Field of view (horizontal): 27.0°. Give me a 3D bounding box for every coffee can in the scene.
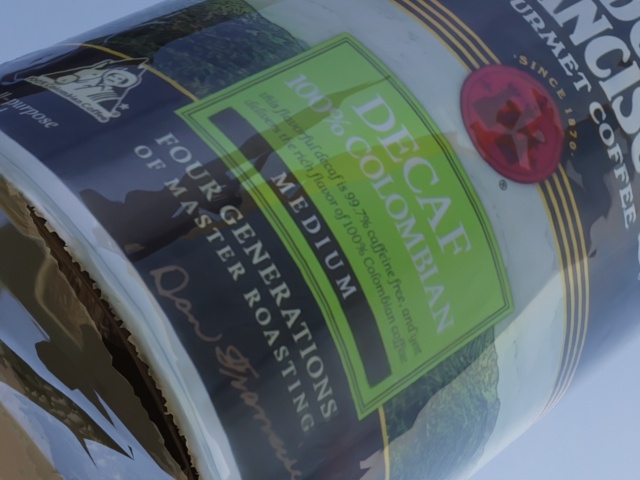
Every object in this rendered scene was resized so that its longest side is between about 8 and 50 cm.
[{"bbox_3d":[0.000,0.000,0.476,0.275,0.201,0.201,-31,-58,-36],"label":"coffee can"}]
